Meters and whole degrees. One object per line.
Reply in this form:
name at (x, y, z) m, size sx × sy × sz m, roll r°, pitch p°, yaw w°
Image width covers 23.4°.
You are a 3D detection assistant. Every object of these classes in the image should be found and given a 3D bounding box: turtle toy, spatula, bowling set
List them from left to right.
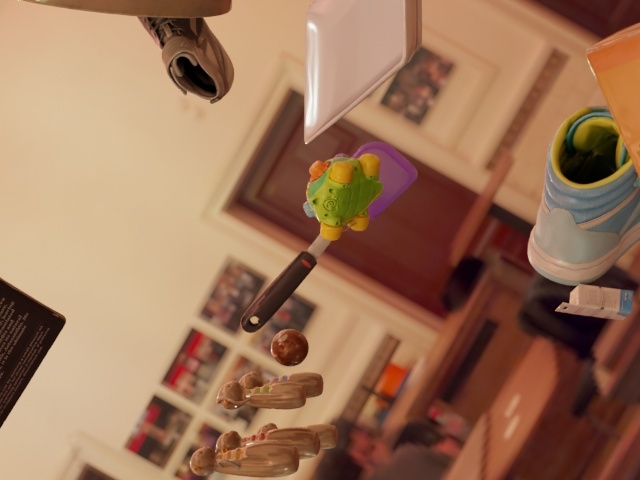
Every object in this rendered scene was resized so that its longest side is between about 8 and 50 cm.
bowling set at (-0.082, 0.229, 2.230) m, size 0.287 × 0.154 × 0.199 m, roll 5°, pitch -98°, yaw -75°
spatula at (0.000, 0.000, 1.946) m, size 0.296 × 0.084 × 0.030 m, roll -50°, pitch 19°, yaw -5°
turtle toy at (0.028, -0.060, 1.762) m, size 0.130 × 0.066 × 0.095 m, roll -20°, pitch -52°, yaw -48°

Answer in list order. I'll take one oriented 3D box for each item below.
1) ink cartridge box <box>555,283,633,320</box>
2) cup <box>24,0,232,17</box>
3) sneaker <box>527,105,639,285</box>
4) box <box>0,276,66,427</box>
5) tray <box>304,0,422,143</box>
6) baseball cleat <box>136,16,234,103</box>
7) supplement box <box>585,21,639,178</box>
ink cartridge box at (0.327, 0.073, 1.850) m, size 0.048 × 0.083 × 0.028 m, roll 105°, pitch 172°, yaw -74°
cup at (-0.248, -0.394, 1.712) m, size 0.331 × 0.331 × 0.236 m, roll -60°, pitch -21°, yaw -73°
sneaker at (0.373, -0.106, 1.863) m, size 0.319 × 0.127 × 0.208 m, roll -45°, pitch -29°, yaw -34°
box at (-0.507, 0.058, 1.763) m, size 0.182 × 0.296 × 0.294 m, roll -59°, pitch -30°, yaw -10°
tray at (0.039, -0.189, 1.422) m, size 0.270 × 0.030 × 0.145 m, roll 148°, pitch 124°, yaw -68°
baseball cleat at (-0.167, -0.245, 1.737) m, size 0.072 × 0.206 × 0.109 m, roll -37°, pitch 10°, yaw 16°
supplement box at (0.351, -0.102, 1.518) m, size 0.080 × 0.233 × 0.078 m, roll -29°, pitch 9°, yaw -40°
